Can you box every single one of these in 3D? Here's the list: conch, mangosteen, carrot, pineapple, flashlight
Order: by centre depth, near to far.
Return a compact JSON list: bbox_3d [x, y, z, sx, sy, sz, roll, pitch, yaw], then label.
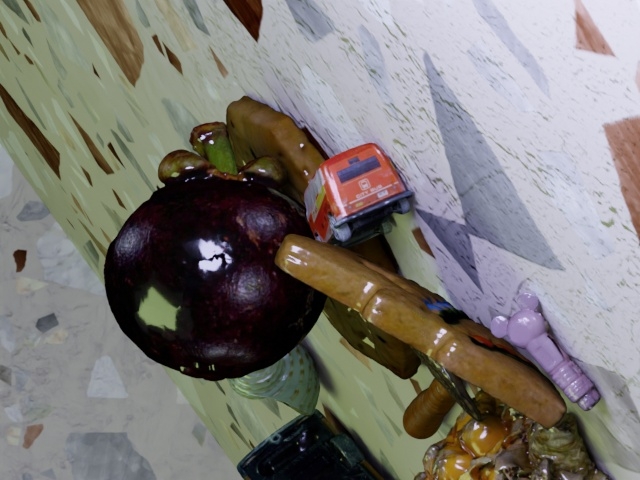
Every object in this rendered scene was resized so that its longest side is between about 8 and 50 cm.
[{"bbox_3d":[0.194,0.096,1.636,0.110,0.052,0.031,49,-155,7],"label":"flashlight"},{"bbox_3d":[0.157,0.279,1.818,0.344,0.209,0.286,51,166,33],"label":"pineapple"},{"bbox_3d":[-0.103,0.007,1.956,0.228,0.228,0.265,112,158,-75],"label":"mangosteen"},{"bbox_3d":[0.122,0.175,2.094,0.043,0.043,0.248,55,165,10],"label":"carrot"},{"bbox_3d":[-0.056,0.177,2.640,0.135,0.102,0.153,39,-165,24],"label":"conch"}]

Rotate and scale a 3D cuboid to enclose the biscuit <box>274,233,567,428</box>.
[{"bbox_3d":[0.106,0.077,1.716,0.301,0.043,0.278,32,-176,33],"label":"biscuit"}]

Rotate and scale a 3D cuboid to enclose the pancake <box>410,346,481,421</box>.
[{"bbox_3d":[0.113,0.125,1.814,0.115,0.011,0.115,48,175,5],"label":"pancake"}]

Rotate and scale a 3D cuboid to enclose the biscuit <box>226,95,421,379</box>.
[{"bbox_3d":[0.000,0.001,2.114,0.359,0.046,0.359,52,168,16],"label":"biscuit"}]

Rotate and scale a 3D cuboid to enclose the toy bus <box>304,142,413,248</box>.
[{"bbox_3d":[0.028,-0.037,1.841,0.077,0.079,0.174,64,169,6],"label":"toy bus"}]

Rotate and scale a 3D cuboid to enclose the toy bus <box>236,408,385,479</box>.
[{"bbox_3d":[0.042,0.399,2.688,0.323,0.162,0.194,41,163,45],"label":"toy bus"}]
